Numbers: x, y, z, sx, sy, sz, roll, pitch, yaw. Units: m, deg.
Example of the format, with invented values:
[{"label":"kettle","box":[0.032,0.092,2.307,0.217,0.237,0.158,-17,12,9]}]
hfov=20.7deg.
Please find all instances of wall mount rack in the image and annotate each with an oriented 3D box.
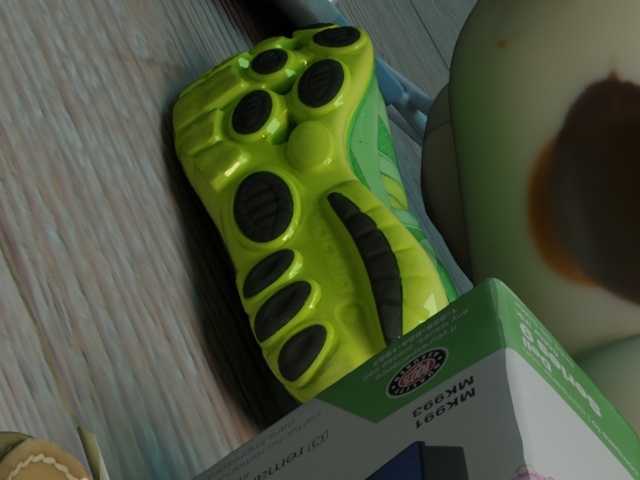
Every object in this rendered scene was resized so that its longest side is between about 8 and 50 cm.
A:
[{"label":"wall mount rack","box":[0.038,-0.179,1.091,0.350,0.130,0.304,43,-1,-41]}]

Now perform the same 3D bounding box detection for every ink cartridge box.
[{"label":"ink cartridge box","box":[0.025,0.128,0.515,0.093,0.154,0.212,48,18,-22]}]

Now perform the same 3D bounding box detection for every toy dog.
[{"label":"toy dog","box":[0.194,0.050,0.900,0.395,0.285,0.408,82,7,-53]}]

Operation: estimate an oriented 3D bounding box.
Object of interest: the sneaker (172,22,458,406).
[{"label":"sneaker","box":[0.000,0.000,0.835,0.295,0.109,0.123,-103,174,-50]}]

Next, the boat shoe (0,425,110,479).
[{"label":"boat shoe","box":[-0.060,0.132,0.370,0.104,0.089,0.285,48,18,-28]}]
